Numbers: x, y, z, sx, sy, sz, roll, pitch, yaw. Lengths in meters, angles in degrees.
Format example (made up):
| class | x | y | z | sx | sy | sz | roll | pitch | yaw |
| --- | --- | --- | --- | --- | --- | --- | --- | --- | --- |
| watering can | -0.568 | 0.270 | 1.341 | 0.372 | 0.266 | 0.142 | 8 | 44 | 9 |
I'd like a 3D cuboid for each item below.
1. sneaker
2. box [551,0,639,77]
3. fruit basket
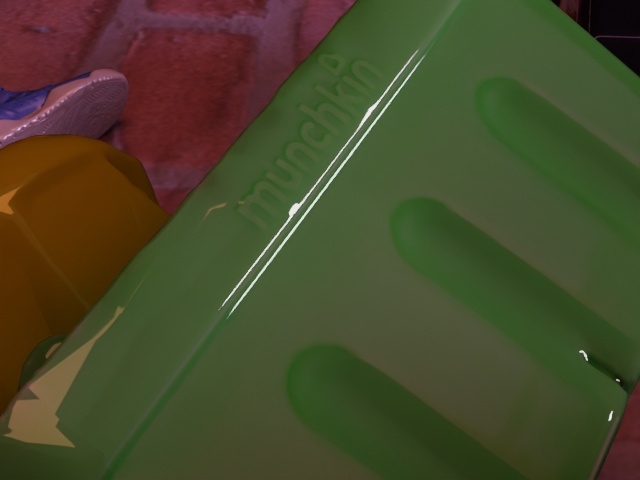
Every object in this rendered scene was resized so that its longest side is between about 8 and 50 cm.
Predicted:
| class | x | y | z | sx | sy | sz | roll | pitch | yaw |
| --- | --- | --- | --- | --- | --- | --- | --- | --- | --- |
| sneaker | -0.217 | -0.098 | 0.995 | 0.085 | 0.058 | 0.152 | 31 | 47 | 25 |
| box | 0.290 | -0.144 | 1.005 | 0.247 | 0.163 | 0.142 | 0 | 28 | -4 |
| fruit basket | -0.064 | 0.033 | 0.583 | 0.392 | 0.283 | 0.392 | 7 | 48 | -8 |
